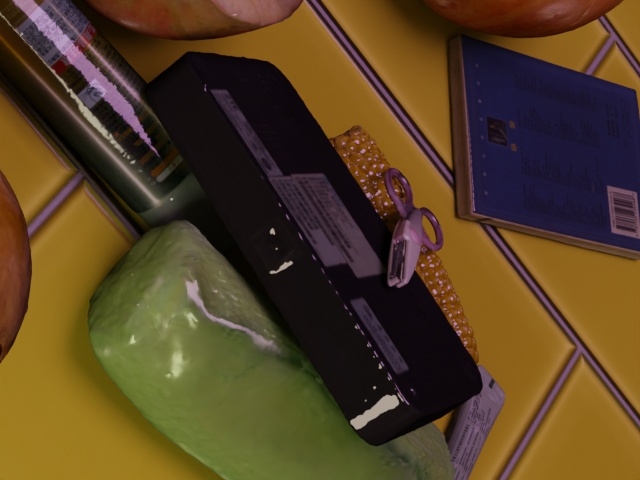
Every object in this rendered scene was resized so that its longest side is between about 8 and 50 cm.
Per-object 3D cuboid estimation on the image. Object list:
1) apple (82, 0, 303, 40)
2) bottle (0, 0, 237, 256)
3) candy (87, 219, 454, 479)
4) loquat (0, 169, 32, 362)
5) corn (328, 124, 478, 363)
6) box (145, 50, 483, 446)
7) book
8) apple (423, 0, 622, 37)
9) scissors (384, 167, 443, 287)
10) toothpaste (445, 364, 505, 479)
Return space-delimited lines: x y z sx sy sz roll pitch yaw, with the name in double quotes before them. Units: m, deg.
"apple" -0.147 -0.299 1.580 0.293 0.163 0.251 54 37 -31
"bottle" -0.169 -0.099 1.551 0.286 0.082 0.082 47 51 -19
"candy" -0.039 0.132 1.566 0.343 0.142 0.132 42 25 -25
"loquat" -0.311 0.013 1.318 0.238 0.193 0.238 35 32 -26
"corn" 0.063 0.024 1.711 0.091 0.091 0.260 -23 91 -13
"box" 0.000 0.000 1.571 0.350 0.058 0.211 56 20 9
"book" 0.237 -0.092 1.947 0.269 0.025 0.190 11 68 -39
"apple" 0.196 -0.330 1.845 0.286 0.233 0.286 19 60 -38
"scissors" 0.075 -0.002 1.623 0.085 0.022 0.176 53 22 -17
"toothpaste" 0.127 0.200 1.753 0.048 0.029 0.197 48 48 -23
